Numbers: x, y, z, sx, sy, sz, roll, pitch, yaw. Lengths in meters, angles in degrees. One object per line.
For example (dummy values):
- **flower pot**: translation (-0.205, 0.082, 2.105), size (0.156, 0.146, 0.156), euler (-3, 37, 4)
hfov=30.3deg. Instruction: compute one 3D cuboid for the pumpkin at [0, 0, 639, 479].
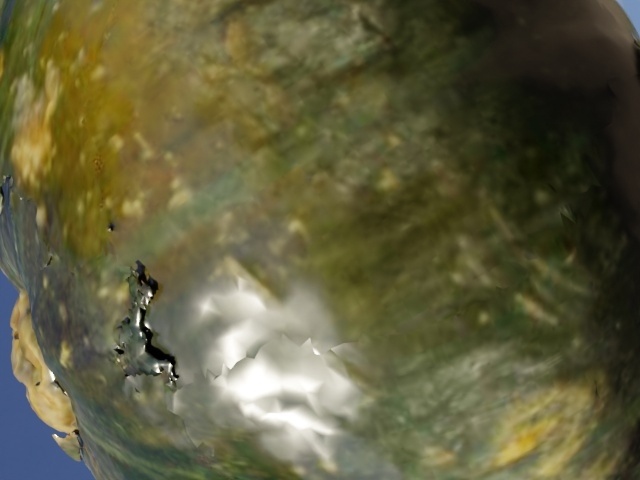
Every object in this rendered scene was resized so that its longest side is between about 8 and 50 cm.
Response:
- **pumpkin**: translation (0.000, 0.000, 0.636), size (0.344, 0.454, 0.454), euler (-32, -71, -12)
